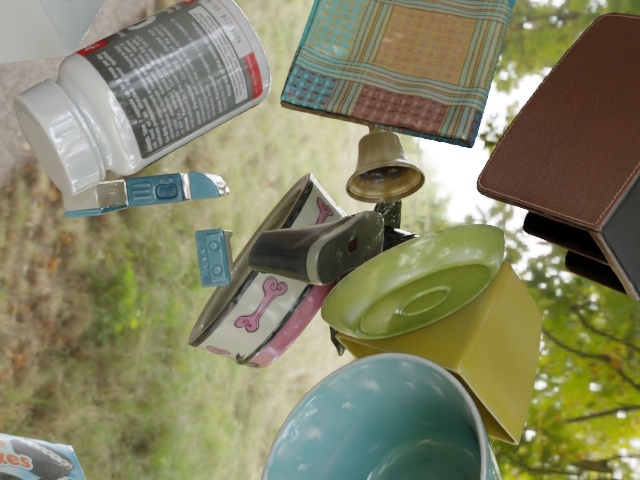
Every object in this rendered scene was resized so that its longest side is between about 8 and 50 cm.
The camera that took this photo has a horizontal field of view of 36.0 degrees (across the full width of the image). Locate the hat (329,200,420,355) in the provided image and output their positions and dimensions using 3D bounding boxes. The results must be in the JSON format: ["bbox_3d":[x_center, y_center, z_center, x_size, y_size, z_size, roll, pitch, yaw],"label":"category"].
[{"bbox_3d":[0.140,0.081,1.862,0.331,0.134,0.331,19,90,-72],"label":"hat"}]

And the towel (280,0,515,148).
[{"bbox_3d":[0.120,-0.306,1.350,0.040,0.272,0.370,85,21,-61],"label":"towel"}]

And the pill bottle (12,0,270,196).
[{"bbox_3d":[-0.218,-0.181,1.212,0.161,0.283,0.161,46,-24,28],"label":"pill bottle"}]

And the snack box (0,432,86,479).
[{"bbox_3d":[-0.446,0.321,1.274,0.060,0.322,0.187,-56,-138,13],"label":"snack box"}]

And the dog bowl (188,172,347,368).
[{"bbox_3d":[-0.083,0.074,1.935,0.408,0.150,0.408,-53,-172,11],"label":"dog bowl"}]

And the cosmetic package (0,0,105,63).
[{"bbox_3d":[-0.403,-0.405,1.364,0.224,0.138,0.224,68,30,-45],"label":"cosmetic package"}]

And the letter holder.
[{"bbox_3d":[0.366,-0.116,1.225,0.214,0.152,0.301,26,-106,48],"label":"letter holder"}]

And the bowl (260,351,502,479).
[{"bbox_3d":[0.095,0.308,1.176,0.312,0.163,0.311,-23,-133,28],"label":"bowl"}]

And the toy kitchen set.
[{"bbox_3d":[-0.237,-0.009,1.394,0.122,0.207,0.166,-33,117,-80],"label":"toy kitchen set"}]

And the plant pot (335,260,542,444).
[{"bbox_3d":[0.188,0.129,1.369,0.212,0.212,0.187,12,-117,42],"label":"plant pot"}]

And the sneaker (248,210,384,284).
[{"bbox_3d":[0.000,0.000,1.374,0.222,0.118,0.083,-20,114,-58],"label":"sneaker"}]

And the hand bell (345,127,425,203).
[{"bbox_3d":[0.089,-0.194,1.582,0.126,0.126,0.242,116,-29,-62],"label":"hand bell"}]

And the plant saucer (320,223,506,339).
[{"bbox_3d":[0.119,0.060,1.180,0.241,0.241,0.037,113,-42,-57],"label":"plant saucer"}]
